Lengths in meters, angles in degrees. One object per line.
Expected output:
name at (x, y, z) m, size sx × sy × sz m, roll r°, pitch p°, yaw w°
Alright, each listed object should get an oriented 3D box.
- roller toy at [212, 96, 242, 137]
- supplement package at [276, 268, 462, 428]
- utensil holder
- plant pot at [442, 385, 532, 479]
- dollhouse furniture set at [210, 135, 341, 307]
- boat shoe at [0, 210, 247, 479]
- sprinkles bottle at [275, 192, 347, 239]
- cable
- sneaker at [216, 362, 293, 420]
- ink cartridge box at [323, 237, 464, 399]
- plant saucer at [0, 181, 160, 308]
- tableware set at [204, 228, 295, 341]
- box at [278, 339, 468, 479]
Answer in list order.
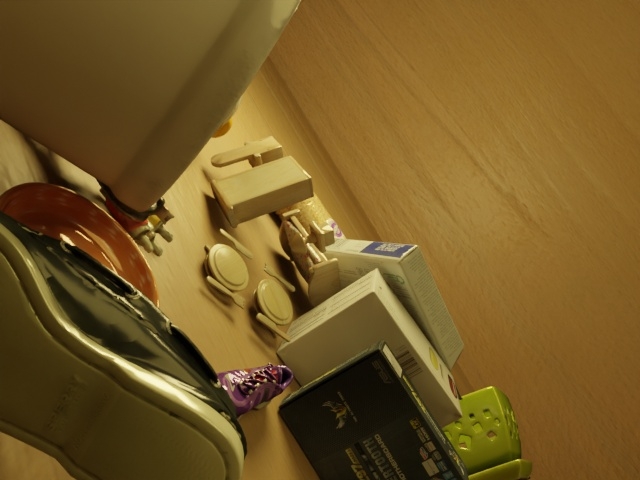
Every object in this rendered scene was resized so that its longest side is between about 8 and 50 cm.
roller toy at (-0.253, -0.317, 1.008) m, size 0.191 × 0.209 × 0.146 m, roll 9°, pitch 36°, yaw -23°
supplement package at (0.090, 0.223, 0.910) m, size 0.262 × 0.204 × 0.145 m, roll 54°, pitch 13°, yaw -6°
utensil holder at (-0.247, -0.265, 0.473) m, size 0.385 × 0.327 × 0.328 m, roll 35°, pitch 22°, yaw -24°
plant pot at (0.389, 0.511, 1.272) m, size 0.227 × 0.228 × 0.207 m, roll 39°, pitch 27°, yaw -53°
dollhouse furniture set at (-0.104, 0.010, 1.094) m, size 0.303 × 0.173 × 0.356 m, roll -128°, pitch -157°, yaw -46°
boat shoe at (-0.194, 0.067, 0.386) m, size 0.340 × 0.127 × 0.113 m, roll 34°, pitch 8°, yaw -3°
sprinkles bottle at (0.000, 0.000, 1.301) m, size 0.355 × 0.121 × 0.121 m, roll 56°, pitch 13°, yaw -2°
cable at (-0.293, -0.097, 0.645) m, size 0.287 × 0.072 × 0.139 m, roll 46°, pitch 1°, yaw -7°
sneaker at (-0.088, 0.185, 0.663) m, size 0.068 × 0.071 × 0.170 m, roll 60°, pitch 14°, yaw 14°
ink cartridge box at (0.146, 0.151, 1.093) m, size 0.324 × 0.071 × 0.330 m, roll 6°, pitch -52°, yaw 59°
plant saucer at (-0.250, 0.032, 0.523) m, size 0.200 × 0.037 × 0.200 m, roll 53°, pitch 14°, yaw -19°
tableware set at (-0.123, 0.081, 0.859) m, size 0.194 × 0.039 × 0.128 m, roll 42°, pitch 30°, yaw -29°
box at (0.076, 0.291, 0.747) m, size 0.233 × 0.183 × 0.059 m, roll 58°, pitch 14°, yaw 3°
